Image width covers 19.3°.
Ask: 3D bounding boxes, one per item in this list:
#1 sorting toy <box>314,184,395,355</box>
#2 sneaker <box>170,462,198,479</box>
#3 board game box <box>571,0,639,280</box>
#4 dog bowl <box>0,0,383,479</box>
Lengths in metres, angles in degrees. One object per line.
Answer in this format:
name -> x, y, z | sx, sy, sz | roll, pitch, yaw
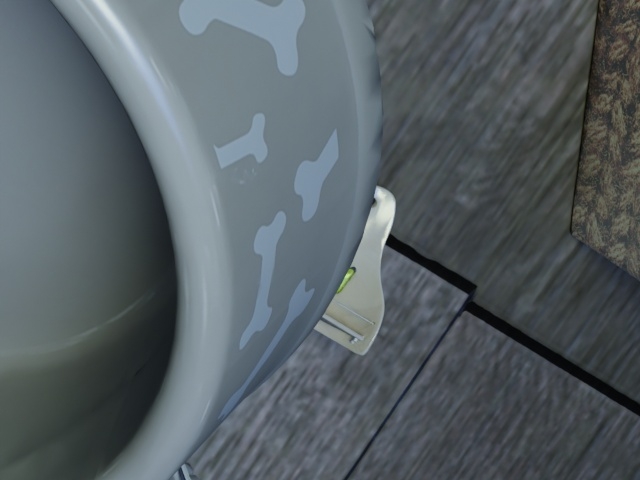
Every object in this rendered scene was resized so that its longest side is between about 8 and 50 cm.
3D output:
sorting toy -> 0.000, 0.000, 0.880 | 0.083, 0.045, 0.075 | 32, 87, -34
sneaker -> -0.135, 0.139, 0.846 | 0.153, 0.094, 0.235 | -21, 144, 4
board game box -> 0.310, -0.040, 0.908 | 0.291, 0.232, 0.141 | -7, 115, -24
dog bowl -> -0.159, -0.036, 0.613 | 0.348, 0.102, 0.349 | 10, 127, 13
